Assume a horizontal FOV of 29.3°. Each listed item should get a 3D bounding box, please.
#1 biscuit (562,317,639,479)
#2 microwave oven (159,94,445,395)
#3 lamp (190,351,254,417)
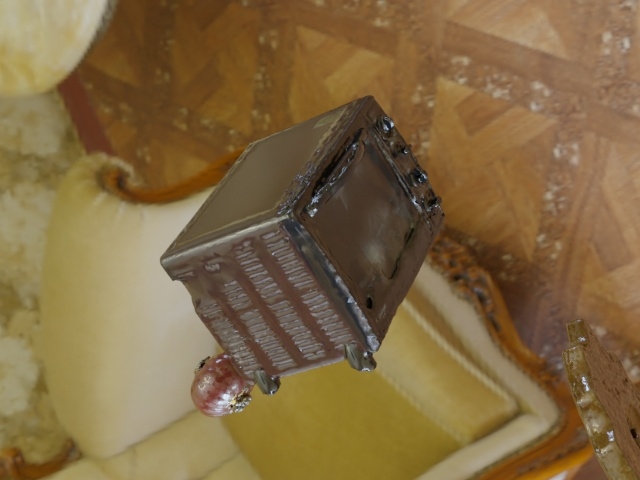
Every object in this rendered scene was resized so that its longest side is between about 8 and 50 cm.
[{"bbox_3d":[0.296,0.179,1.236,0.034,0.182,0.215,-31,67,22],"label":"biscuit"},{"bbox_3d":[-0.002,-0.001,1.216,0.188,0.247,0.178,-17,116,32],"label":"microwave oven"},{"bbox_3d":[-0.135,0.200,1.707,0.090,0.101,0.101,39,130,18],"label":"lamp"}]
